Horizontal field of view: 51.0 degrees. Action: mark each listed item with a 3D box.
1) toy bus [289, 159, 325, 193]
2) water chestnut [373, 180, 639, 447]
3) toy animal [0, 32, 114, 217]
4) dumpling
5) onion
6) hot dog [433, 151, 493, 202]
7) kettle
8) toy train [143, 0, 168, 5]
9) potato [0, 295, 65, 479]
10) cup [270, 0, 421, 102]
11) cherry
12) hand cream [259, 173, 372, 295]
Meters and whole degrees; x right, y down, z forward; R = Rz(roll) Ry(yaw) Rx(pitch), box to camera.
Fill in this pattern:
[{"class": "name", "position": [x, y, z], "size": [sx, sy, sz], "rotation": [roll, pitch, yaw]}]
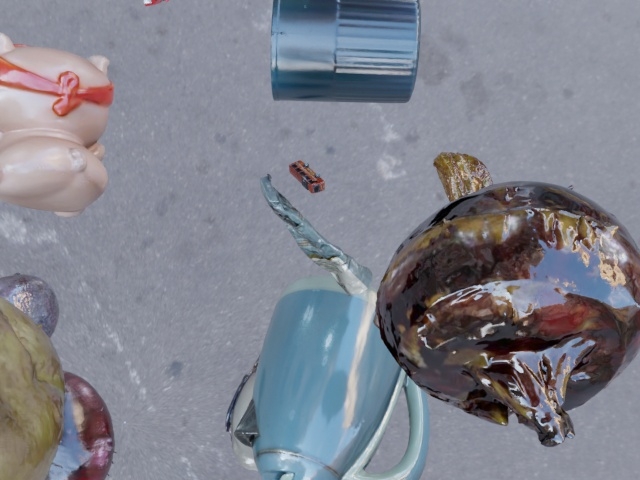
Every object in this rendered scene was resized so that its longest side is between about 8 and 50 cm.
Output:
[{"class": "toy bus", "position": [-0.033, -0.150, 1.583], "size": [0.043, 0.031, 0.110], "rotation": [-23, 44, -23]}, {"class": "water chestnut", "position": [0.202, 0.089, 0.721], "size": [0.300, 0.300, 0.299], "rotation": [4, 74, -15]}, {"class": "toy animal", "position": [-0.321, -0.136, 0.775], "size": [0.171, 0.171, 0.197], "rotation": [0, 76, -16]}, {"class": "dumpling", "position": [-0.106, 0.380, 1.525], "size": [0.163, 0.205, 0.293], "rotation": [37, 72, -32]}, {"class": "onion", "position": [-0.571, 0.403, 1.336], "size": [0.314, 0.232, 0.313], "rotation": [-2, 79, 13]}, {"class": "hot dog", "position": [0.264, -0.107, 1.242], "size": [0.099, 0.065, 0.147], "rotation": [-1, 59, -29]}, {"class": "kettle", "position": [0.036, 0.276, 1.122], "size": [0.320, 0.247, 0.342], "rotation": [19, 52, -1]}, {"class": "toy train", "position": [-0.241, -0.436, 1.082], "size": [0.131, 0.204, 0.082], "rotation": [-16, 107, -15]}, {"class": "potato", "position": [-0.340, 0.176, 0.575], "size": [0.237, 0.301, 0.288], "rotation": [18, 75, -50]}, {"class": "cup", "position": [0.051, -0.394, 1.420], "size": [0.292, 0.308, 0.242], "rotation": [2, 69, 2]}, {"class": "cherry", "position": [-0.673, 0.166, 1.483], "size": [0.195, 0.195, 0.195], "rotation": [4, 74, -15]}, {"class": "hand cream", "position": [0.000, -0.001, 0.979], "size": [0.052, 0.075, 0.248], "rotation": [-51, 124, -13]}]
